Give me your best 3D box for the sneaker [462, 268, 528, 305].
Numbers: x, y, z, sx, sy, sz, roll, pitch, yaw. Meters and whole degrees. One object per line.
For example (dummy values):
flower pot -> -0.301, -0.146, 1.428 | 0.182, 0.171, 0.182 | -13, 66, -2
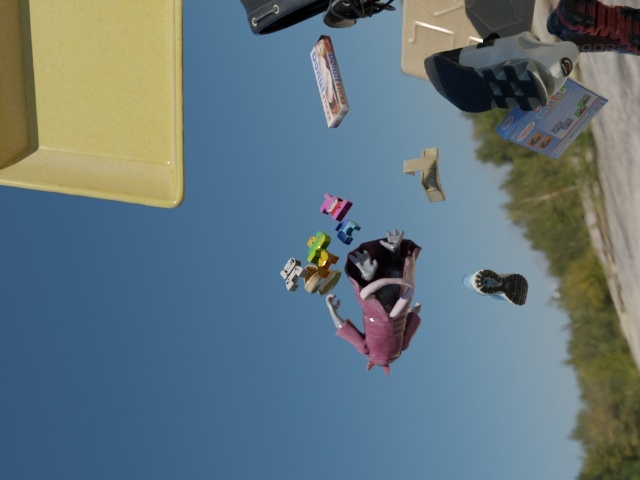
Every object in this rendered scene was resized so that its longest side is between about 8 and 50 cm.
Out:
sneaker -> 0.361, 0.091, 1.805 | 0.162, 0.073, 0.063 | 19, -99, -29

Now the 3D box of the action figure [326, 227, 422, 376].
action figure -> 0.163, 0.174, 2.020 | 0.275, 0.248, 0.370 | -123, 27, -59

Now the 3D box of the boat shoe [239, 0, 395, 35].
boat shoe -> 0.059, -0.459, 1.550 | 0.187, 0.500, 0.155 | -20, -74, -55

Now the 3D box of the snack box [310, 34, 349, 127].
snack box -> 0.017, -0.309, 1.700 | 0.064, 0.022, 0.178 | 127, 136, -54

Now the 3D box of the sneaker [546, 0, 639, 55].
sneaker -> 0.615, -0.458, 1.915 | 0.135, 0.276, 0.097 | 150, 131, -68

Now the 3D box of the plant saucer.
plant saucer -> -0.330, -0.231, 1.246 | 0.081, 0.333, 0.332 | -45, -40, -66

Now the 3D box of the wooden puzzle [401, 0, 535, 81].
wooden puzzle -> 0.340, -0.495, 2.015 | 0.080, 0.322, 0.347 | -46, -34, -34

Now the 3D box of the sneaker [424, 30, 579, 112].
sneaker -> 0.335, -0.319, 1.621 | 0.331, 0.146, 0.122 | 21, 147, 52

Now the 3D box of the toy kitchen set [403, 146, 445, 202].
toy kitchen set -> 0.211, -0.130, 1.771 | 0.075, 0.068, 0.083 | 54, -144, -52

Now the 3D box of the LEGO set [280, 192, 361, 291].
LEGO set -> 0.000, 0.000, 1.864 | 0.087, 0.227, 0.093 | 22, -163, -42

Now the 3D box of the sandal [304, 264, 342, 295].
sandal -> -0.011, 0.092, 2.333 | 0.079, 0.088, 0.240 | 38, -173, 12

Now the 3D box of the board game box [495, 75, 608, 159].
board game box -> 0.462, -0.249, 1.738 | 0.212, 0.160, 0.039 | 9, -144, -48
